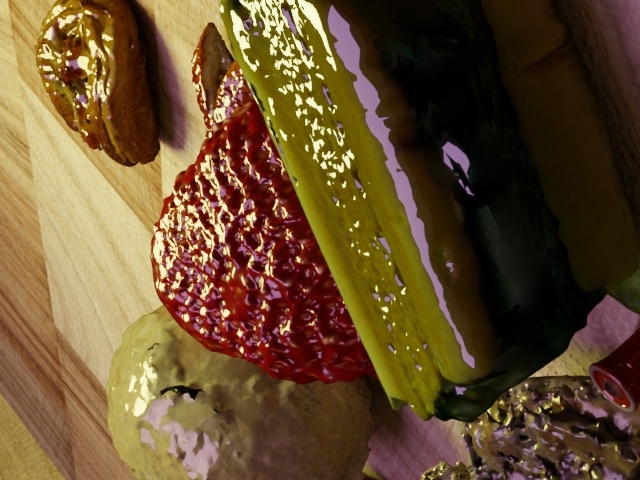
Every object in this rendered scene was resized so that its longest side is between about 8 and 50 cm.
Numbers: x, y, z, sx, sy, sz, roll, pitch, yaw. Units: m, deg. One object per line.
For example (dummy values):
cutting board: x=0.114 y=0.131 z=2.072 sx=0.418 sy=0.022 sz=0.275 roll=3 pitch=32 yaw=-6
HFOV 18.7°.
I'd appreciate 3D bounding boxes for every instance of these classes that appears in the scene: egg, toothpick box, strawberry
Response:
egg: x=-0.092 y=0.177 z=2.082 sx=0.310 sy=0.279 sz=0.279 roll=28 pitch=146 yaw=37
toothpick box: x=0.242 y=0.082 z=1.431 sx=0.047 sy=0.083 sz=0.047 roll=44 pitch=165 yaw=15
strawberry: x=0.000 y=0.002 z=1.632 sx=0.261 sy=0.257 sz=0.261 roll=57 pitch=163 yaw=28

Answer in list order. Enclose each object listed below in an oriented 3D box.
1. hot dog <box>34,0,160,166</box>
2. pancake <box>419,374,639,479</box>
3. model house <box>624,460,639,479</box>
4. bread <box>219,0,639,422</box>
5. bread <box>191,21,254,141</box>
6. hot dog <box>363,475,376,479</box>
hot dog: x=-0.239 y=-0.173 z=2.138 sx=0.160 sy=0.099 sz=0.227 roll=40 pitch=156 yaw=40
pancake: x=0.228 y=0.282 z=1.599 sx=0.382 sy=0.071 sz=0.382 roll=16 pitch=117 yaw=35
model house: x=0.271 y=0.206 z=1.074 sx=0.230 sy=0.248 sz=0.281 roll=30 pitch=146 yaw=50
bread: x=0.087 y=-0.070 z=1.387 sx=0.251 sy=0.208 sz=0.377 roll=3 pitch=123 yaw=61
bread: x=-0.068 y=-0.076 z=1.895 sx=0.139 sy=0.095 sz=0.269 roll=15 pitch=130 yaw=51
hot dog: x=0.071 y=0.302 z=2.177 sx=0.066 sy=0.047 sz=0.215 roll=27 pitch=179 yaw=-34
